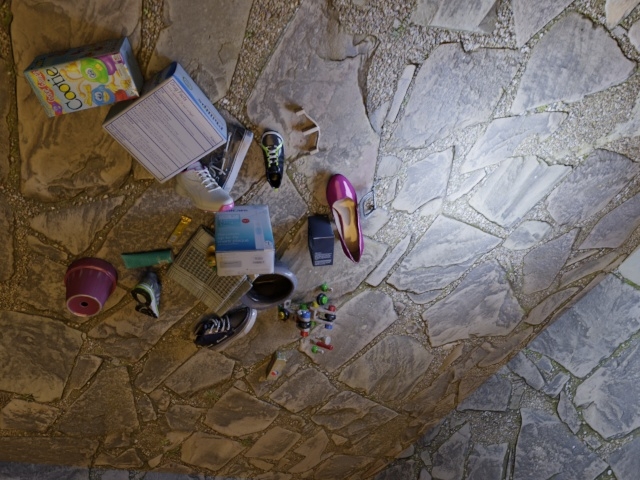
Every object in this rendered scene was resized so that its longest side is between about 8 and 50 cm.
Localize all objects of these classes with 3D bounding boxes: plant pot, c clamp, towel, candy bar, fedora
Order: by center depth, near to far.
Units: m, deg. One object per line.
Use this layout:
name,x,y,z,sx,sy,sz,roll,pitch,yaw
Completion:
candy bar,-0.579,-0.036,1.862,0.040,0.018,0.161,28,118,-27
plant pot,-0.944,0.203,1.866,0.201,0.180,0.201,-6,130,-7
c clamp,0.213,-0.161,1.918,0.137,0.022,0.161,-37,145,-24
towel,-0.459,0.144,1.936,0.324,0.056,0.312,40,113,-8
fedora,-0.237,0.180,2.050,0.275,0.124,0.243,-35,127,23

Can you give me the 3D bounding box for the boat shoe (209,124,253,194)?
boat shoe,-0.349,-0.272,1.665,0.105,0.113,0.306,20,119,-19

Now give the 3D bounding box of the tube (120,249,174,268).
tube,-0.718,0.078,1.907,0.207,0.052,0.080,-7,125,-1

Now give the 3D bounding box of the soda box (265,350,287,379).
soda box,-0.242,0.684,2.507,0.061,0.058,0.181,12,126,-22

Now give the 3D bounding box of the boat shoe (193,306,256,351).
boat shoe,-0.463,0.412,2.183,0.158,0.127,0.340,28,119,-39

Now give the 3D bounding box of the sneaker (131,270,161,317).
sneaker,-0.736,0.243,1.995,0.111,0.121,0.300,22,144,-2

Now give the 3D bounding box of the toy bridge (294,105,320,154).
toy bridge,-0.037,-0.407,1.682,0.063,0.026,0.188,-21,130,1

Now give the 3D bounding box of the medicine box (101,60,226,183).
medicine box,-0.502,-0.382,1.511,0.289,0.149,0.263,-30,129,11

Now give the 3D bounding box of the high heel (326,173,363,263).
high heel,0.116,-0.086,1.879,0.127,0.181,0.377,-19,131,2

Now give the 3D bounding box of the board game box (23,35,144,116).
board game box,-0.698,-0.492,1.378,0.275,0.144,0.142,-13,131,-2

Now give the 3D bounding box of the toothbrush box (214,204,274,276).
toothbrush box,-0.298,-0.007,1.772,0.216,0.296,0.126,-1,127,-11

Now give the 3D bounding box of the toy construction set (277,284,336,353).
toy construction set,-0.073,0.394,2.235,0.237,0.257,0.309,8,122,37

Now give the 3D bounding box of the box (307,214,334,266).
box,0.000,0.000,1.940,0.093,0.156,0.158,-5,129,-8

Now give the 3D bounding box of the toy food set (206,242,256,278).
toy food set,-0.364,0.088,1.829,0.217,0.071,0.128,13,110,5

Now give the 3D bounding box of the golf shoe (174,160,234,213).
golf shoe,-0.418,-0.194,1.611,0.115,0.306,0.140,-26,132,-42

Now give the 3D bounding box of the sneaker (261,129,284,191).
sneaker,-0.167,-0.291,1.699,0.084,0.097,0.235,-9,130,-7
